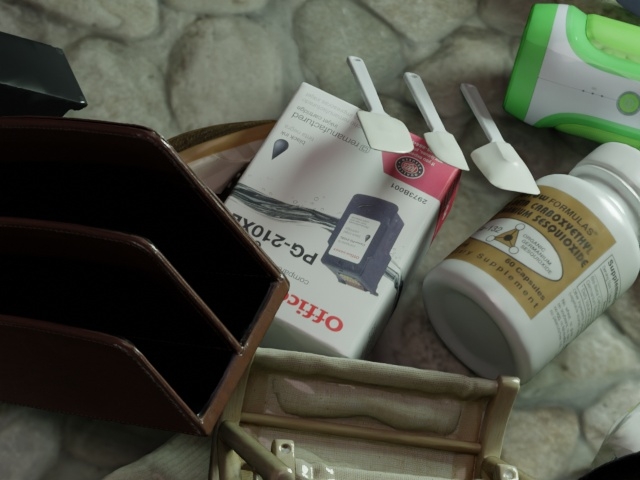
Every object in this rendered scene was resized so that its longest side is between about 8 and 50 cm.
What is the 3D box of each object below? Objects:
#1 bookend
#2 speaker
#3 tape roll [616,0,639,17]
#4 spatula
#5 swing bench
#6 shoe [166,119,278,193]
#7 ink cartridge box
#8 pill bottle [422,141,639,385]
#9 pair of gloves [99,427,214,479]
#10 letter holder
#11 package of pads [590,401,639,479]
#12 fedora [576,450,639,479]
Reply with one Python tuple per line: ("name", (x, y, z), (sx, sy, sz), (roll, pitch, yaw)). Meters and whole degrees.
("bookend", (-0.331, -0.121, 1.509), (0.157, 0.156, 0.072), (9, 47, -53))
("speaker", (0.332, -0.137, 1.560), (0.296, 0.131, 0.131), (16, 61, 4))
("tape roll", (0.373, -0.320, 1.654), (0.189, 0.080, 0.189), (2, 82, -13))
("spatula", (0.106, -0.111, 1.506), (0.168, 0.019, 0.242), (11, 24, -12))
("swing bench", (0.050, 0.210, 1.279), (0.253, 0.165, 0.255), (9, 18, -12))
("shoe", (-0.134, -0.061, 1.519), (0.219, 0.076, 0.058), (-21, 108, -18))
("ink cartridge box", (0.000, 0.000, 1.467), (0.172, 0.100, 0.237), (26, 62, 10))
("pill bottle", (0.213, 0.015, 1.461), (0.229, 0.131, 0.131), (-39, 71, -23))
("pair of gloves", (-0.102, 0.278, 1.339), (0.204, 0.042, 0.240), (-33, 69, -21))
("letter holder", (-0.218, 0.021, 1.294), (0.302, 0.214, 0.152), (3, 53, 40))
("package of pads", (0.410, 0.188, 1.400), (0.296, 0.101, 0.229), (-31, 69, -20))
("fedora", (0.282, 0.318, 1.226), (0.334, 0.152, 0.334), (-4, 78, 18))
